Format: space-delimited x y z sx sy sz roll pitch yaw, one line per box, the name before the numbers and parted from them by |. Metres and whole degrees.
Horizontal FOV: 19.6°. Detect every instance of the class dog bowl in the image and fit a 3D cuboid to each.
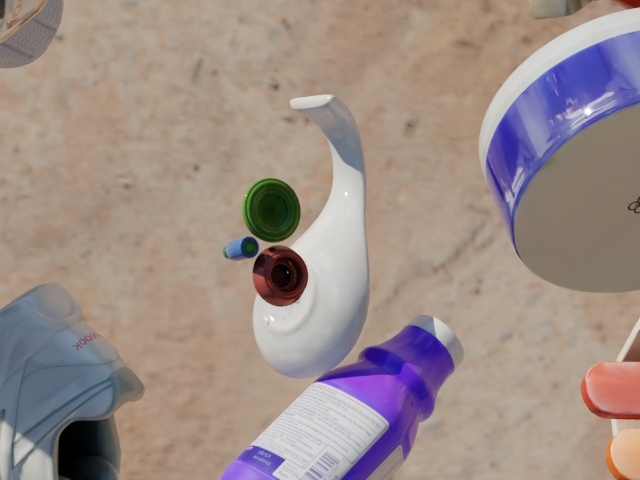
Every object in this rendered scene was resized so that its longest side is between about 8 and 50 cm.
dog bowl | 0.278 -0.074 1.628 0.265 0.265 0.104 -34 47 21

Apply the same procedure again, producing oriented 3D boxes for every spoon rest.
spoon rest | 0.000 0.000 1.824 0.137 0.084 0.276 -1 77 40

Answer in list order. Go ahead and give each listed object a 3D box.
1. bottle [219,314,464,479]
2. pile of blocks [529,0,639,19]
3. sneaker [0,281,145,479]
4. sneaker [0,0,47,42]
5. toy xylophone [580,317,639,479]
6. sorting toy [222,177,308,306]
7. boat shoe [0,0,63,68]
bottle | 0.029 0.183 1.786 0.118 0.092 0.283 26 55 31
pile of blocks | 0.333 -0.283 1.722 0.362 0.149 0.113 -15 108 10
sneaker | -0.177 0.144 1.091 0.115 0.090 0.232 39 122 17
sneaker | -0.269 -0.134 0.950 0.321 0.127 0.126 16 117 39
toy xylophone | 0.312 0.201 1.307 0.081 0.236 0.323 119 143 -58
sorting toy | -0.046 0.004 1.464 0.042 0.061 0.102 -12 88 59
boat shoe | -0.312 -0.214 1.195 0.119 0.335 0.121 12 77 45
